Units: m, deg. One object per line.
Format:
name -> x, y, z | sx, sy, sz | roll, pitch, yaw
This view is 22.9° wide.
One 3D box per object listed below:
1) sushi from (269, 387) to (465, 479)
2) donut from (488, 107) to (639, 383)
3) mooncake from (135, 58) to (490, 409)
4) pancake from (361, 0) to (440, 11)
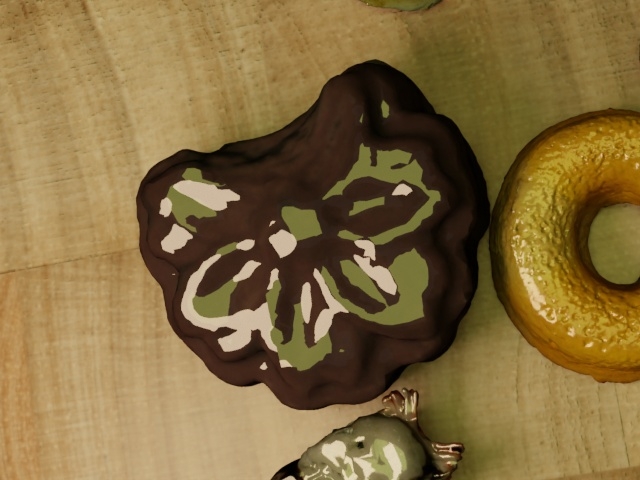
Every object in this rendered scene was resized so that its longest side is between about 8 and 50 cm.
sushi -> 0.004, 0.288, 1.693 | 0.332, 0.130, 0.124 | -38, 77, 6
donut -> 0.316, -0.001, 1.677 | 0.303, 0.110, 0.303 | -1, 83, 11
mooncake -> 0.000, 0.000, 1.701 | 0.381, 0.212, 0.350 | -35, 83, 8
pancake -> 0.095, -0.383, 1.809 | 0.253, 0.037, 0.253 | -2, 82, 11
